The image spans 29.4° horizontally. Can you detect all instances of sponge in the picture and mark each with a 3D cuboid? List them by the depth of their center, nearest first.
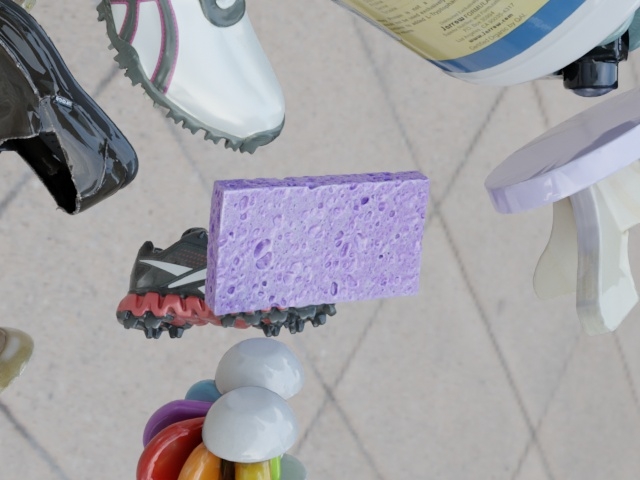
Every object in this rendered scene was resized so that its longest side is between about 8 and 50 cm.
[{"bbox_3d":[0.000,0.000,1.093,0.210,0.031,0.117,-4,112,-27],"label":"sponge"}]

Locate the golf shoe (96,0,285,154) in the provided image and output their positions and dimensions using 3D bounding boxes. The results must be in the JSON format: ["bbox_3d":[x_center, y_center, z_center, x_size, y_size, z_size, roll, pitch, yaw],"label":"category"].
[{"bbox_3d":[-0.096,-0.184,0.824,0.273,0.120,0.105,55,35,-11],"label":"golf shoe"}]

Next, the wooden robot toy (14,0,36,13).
[{"bbox_3d":[-0.432,-0.389,1.677,0.076,0.079,0.173,-53,165,-36],"label":"wooden robot toy"}]

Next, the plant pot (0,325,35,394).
[{"bbox_3d":[-0.504,0.188,1.675,0.236,0.236,0.032,-49,123,-39],"label":"plant pot"}]

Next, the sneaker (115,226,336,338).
[{"bbox_3d":[-0.113,0.047,1.473,0.097,0.276,0.135,45,47,-66],"label":"sneaker"}]

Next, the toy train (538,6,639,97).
[{"bbox_3d":[0.218,-0.304,1.180,0.142,0.190,0.334,-10,99,-64],"label":"toy train"}]

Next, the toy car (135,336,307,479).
[{"bbox_3d":[-0.082,0.176,1.006,0.182,0.136,0.159,-84,173,-65],"label":"toy car"}]

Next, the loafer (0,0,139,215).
[{"bbox_3d":[-0.232,-0.107,0.941,0.220,0.080,0.078,47,50,-20],"label":"loafer"}]

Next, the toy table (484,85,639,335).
[{"bbox_3d":[0.281,-0.035,1.161,0.274,0.252,0.161,-32,102,-34],"label":"toy table"}]

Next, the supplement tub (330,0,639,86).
[{"bbox_3d":[0.017,-0.154,0.400,0.199,0.144,0.144,28,71,-26],"label":"supplement tub"}]
